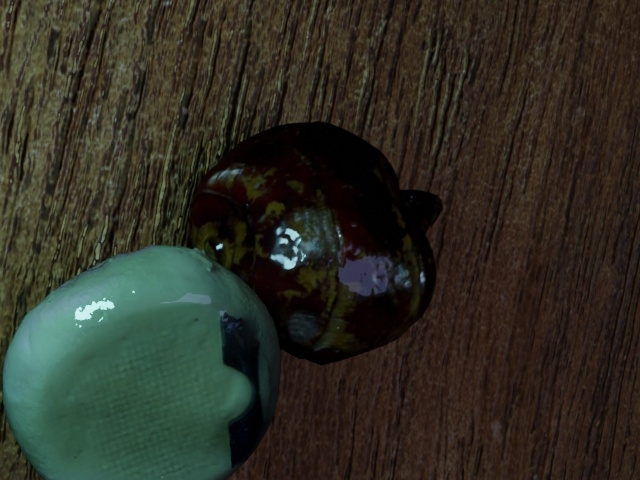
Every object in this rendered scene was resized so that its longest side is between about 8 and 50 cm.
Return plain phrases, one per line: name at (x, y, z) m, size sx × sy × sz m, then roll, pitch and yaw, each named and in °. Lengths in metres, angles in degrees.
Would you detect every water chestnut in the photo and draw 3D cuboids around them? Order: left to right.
water chestnut at (0.000, 0.000, 2.115) m, size 0.244 × 0.289 × 0.289 m, roll -53°, pitch 131°, yaw -3°

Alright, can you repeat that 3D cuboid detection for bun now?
bun at (-0.189, 0.126, 1.994) m, size 0.293 × 0.187 × 0.293 m, roll -7°, pitch 117°, yaw -14°
